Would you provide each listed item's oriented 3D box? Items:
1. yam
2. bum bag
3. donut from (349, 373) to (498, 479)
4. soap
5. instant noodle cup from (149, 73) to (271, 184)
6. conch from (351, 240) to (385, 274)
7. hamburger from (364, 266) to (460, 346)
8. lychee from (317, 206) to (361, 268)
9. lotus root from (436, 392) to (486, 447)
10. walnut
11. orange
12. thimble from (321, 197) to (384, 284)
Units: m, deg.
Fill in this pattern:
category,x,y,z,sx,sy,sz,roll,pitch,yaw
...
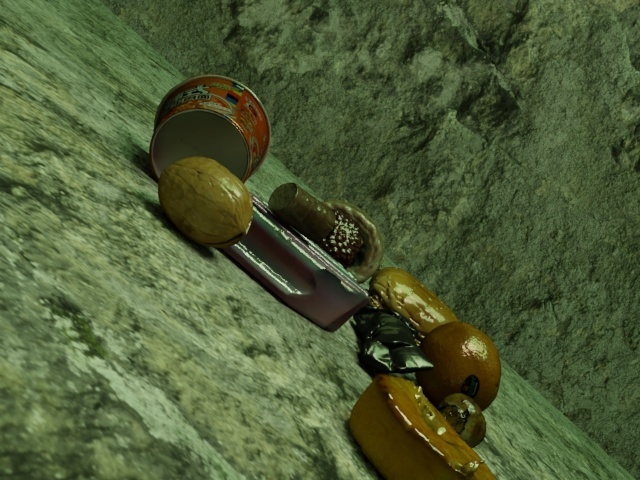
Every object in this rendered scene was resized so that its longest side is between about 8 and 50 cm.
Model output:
category,x,y,z,sx,sy,sz,roll,pitch,yaw
yam,-0.034,-0.056,1.476,0.127,0.084,0.084,40,7,-38
bum bag,0.148,0.214,1.622,0.144,0.095,0.340,13,9,-4
donut,0.154,0.297,1.118,0.253,0.118,0.253,39,9,-7
soap,-0.054,0.047,1.502,0.324,0.109,0.193,40,8,-10
instant noodle cup,-0.230,-0.192,1.541,0.250,0.250,0.192,40,17,-15
conch,0.084,0.030,2.134,0.178,0.162,0.245,26,8,41
hamburger,0.235,0.198,1.956,0.319,0.158,0.318,38,9,-7
lychee,0.000,0.000,1.786,0.188,0.188,0.188,41,7,-7
lotus root,0.287,0.363,1.538,0.191,0.095,0.108,38,42,-66
walnut,-0.193,-0.063,1.319,0.180,0.144,0.144,35,6,13
orange,0.300,0.282,1.668,0.206,0.206,0.206,41,7,-7
thimble,0.057,0.003,1.958,0.148,0.196,0.229,-32,99,-85
